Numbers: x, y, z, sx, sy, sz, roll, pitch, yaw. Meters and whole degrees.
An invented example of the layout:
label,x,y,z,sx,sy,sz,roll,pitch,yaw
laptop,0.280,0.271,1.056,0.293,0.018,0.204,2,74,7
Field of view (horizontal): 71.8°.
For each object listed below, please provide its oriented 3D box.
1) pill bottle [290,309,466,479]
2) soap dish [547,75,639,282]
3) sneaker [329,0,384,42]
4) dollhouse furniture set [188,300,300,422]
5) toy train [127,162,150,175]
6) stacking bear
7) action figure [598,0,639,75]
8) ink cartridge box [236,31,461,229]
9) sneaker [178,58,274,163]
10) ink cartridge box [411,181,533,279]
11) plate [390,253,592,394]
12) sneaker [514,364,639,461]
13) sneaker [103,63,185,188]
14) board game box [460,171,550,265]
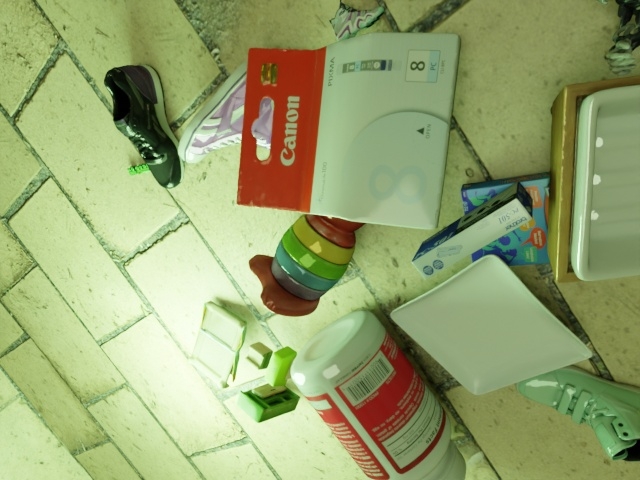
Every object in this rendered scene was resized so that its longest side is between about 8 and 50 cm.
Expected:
label,x,y,z,sx,sy,sz,roll,pitch,yaw
pill bottle,0.137,0.377,0.978,0.229,0.229,0.408,-32,97,32
soap dish,0.454,-0.091,0.651,0.228,0.118,0.291,-7,108,1
sneaker,0.057,-0.400,0.776,0.098,0.038,0.069,-23,102,30
dollhouse furniture set,-0.189,0.307,1.189,0.301,0.151,0.198,26,101,31
toy train,-0.453,-0.180,1.115,0.083,0.017,0.024,-5,120,26
stacking bear,0.000,0.000,0.916,0.164,0.175,0.289,18,117,-35
action figure,0.429,-0.296,0.534,0.276,0.140,0.164,48,164,41
ink cartridge box,0.028,-0.193,0.772,0.384,0.091,0.308,7,95,12
sneaker,-0.177,-0.220,0.927,0.282,0.102,0.161,-38,97,32
ink cartridge box,0.261,-0.015,0.768,0.207,0.097,0.046,-37,93,34
plate,0.327,0.174,0.886,0.277,0.045,0.278,43,131,-7
sneaker,0.504,0.325,0.837,0.255,0.151,0.094,8,117,22
sneaker,-0.409,-0.245,1.002,0.107,0.124,0.284,-4,111,26
board game box,0.373,-0.037,0.794,0.210,0.047,0.160,-7,109,26
